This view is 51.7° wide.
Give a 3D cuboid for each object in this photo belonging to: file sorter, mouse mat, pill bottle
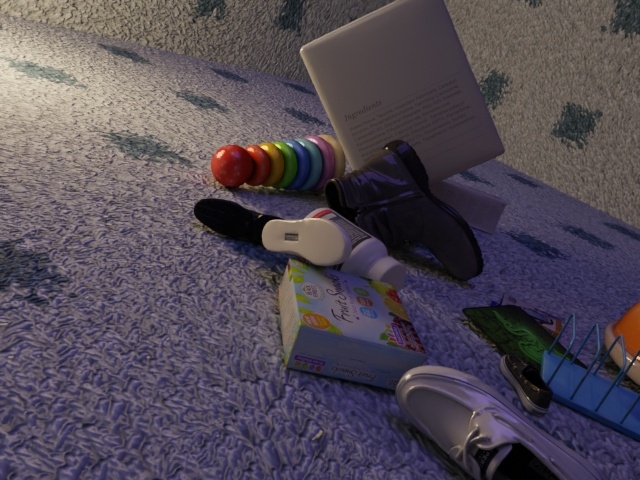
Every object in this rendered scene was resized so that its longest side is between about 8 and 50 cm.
[{"bbox_3d":[0.442,0.204,1.018,0.170,0.105,0.118,25,26,11],"label":"file sorter"},{"bbox_3d":[0.352,0.171,1.145,0.152,0.007,0.190,0,33,-34],"label":"mouse mat"},{"bbox_3d":[0.049,0.030,1.101,0.180,0.108,0.108,35,23,34],"label":"pill bottle"}]

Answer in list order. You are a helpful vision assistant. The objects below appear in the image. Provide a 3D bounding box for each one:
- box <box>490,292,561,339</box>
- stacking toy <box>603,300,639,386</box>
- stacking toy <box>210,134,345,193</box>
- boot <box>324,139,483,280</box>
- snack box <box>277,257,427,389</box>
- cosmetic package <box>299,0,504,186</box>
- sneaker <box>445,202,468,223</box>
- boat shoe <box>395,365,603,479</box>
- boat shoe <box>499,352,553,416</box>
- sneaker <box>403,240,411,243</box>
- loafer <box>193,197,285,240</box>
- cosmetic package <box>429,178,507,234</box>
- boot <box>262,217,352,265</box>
[{"bbox_3d":[0.394,0.145,1.267,0.136,0.028,0.081,27,21,11],"label":"box"},{"bbox_3d":[0.756,0.075,1.137,0.350,0.480,0.351,19,20,-7],"label":"stacking toy"},{"bbox_3d":[-0.102,-0.171,1.475,0.330,0.141,0.141,-6,32,-43],"label":"stacking toy"},{"bbox_3d":[0.159,-0.014,1.313,0.222,0.118,0.338,-38,91,-32],"label":"boot"},{"bbox_3d":[0.034,0.113,0.919,0.174,0.070,0.207,15,18,-12],"label":"snack box"},{"bbox_3d":[0.186,-0.328,1.562,0.329,0.327,0.394,-70,136,-78],"label":"cosmetic package"},{"bbox_3d":[0.296,-0.070,1.696,0.170,0.063,0.075,19,19,-20],"label":"sneaker"},{"bbox_3d":[0.195,0.228,0.736,0.258,0.095,0.084,26,16,18],"label":"boat shoe"},{"bbox_3d":[0.313,0.207,0.995,0.049,0.040,0.142,17,20,-12],"label":"boat shoe"},{"bbox_3d":[0.142,-0.056,1.416,0.234,0.106,0.078,8,12,-31],"label":"sneaker"},{"bbox_3d":[-0.143,-0.032,1.166,0.170,0.062,0.061,19,-3,-15],"label":"loafer"},{"bbox_3d":[0.381,-0.106,1.822,0.239,0.099,0.060,19,20,-6],"label":"cosmetic package"},{"bbox_3d":[0.000,0.000,1.000,0.086,0.069,0.190,7,4,-42],"label":"boot"}]
